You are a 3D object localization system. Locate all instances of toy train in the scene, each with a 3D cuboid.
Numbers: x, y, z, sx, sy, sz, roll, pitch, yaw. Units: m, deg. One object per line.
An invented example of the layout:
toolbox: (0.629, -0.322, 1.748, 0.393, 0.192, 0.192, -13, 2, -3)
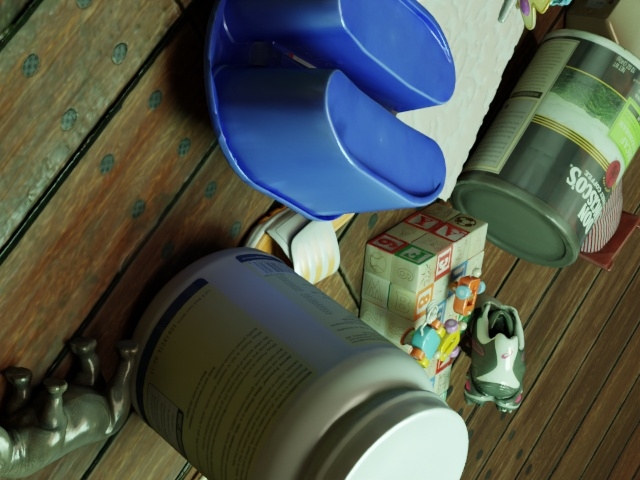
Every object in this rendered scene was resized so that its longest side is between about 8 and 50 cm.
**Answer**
toy train: (0.155, 0.099, 1.989, 0.166, 0.046, 0.125, -19, 125, -56)

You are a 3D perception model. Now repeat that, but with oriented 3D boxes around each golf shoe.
golf shoe: (0.256, 0.133, 2.187, 0.273, 0.105, 0.120, -93, -168, -63)

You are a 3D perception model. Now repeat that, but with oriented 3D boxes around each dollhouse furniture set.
dollhouse furniture set: (0.473, -0.167, 2.390, 0.374, 0.152, 0.201, -52, 147, -25)

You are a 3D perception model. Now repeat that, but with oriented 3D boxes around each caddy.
caddy: (0.003, -0.155, 1.612, 0.341, 0.179, 0.241, 29, 65, -55)

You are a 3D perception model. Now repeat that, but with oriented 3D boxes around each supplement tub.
supplement tub: (-0.028, 0.176, 1.602, 0.235, 0.325, 0.235, -27, 135, -31)

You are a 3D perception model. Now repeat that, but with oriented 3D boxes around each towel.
towel: (0.149, -0.236, 1.916, 0.317, 0.053, 0.332, 25, 89, -61)

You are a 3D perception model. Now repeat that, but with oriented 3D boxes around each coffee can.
coffee can: (0.334, -0.130, 2.140, 0.275, 0.201, 0.201, -57, 149, -17)

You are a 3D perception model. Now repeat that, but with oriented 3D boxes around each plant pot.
plant pot: (0.427, -0.324, 2.263, 0.109, 0.109, 0.096, -53, 136, -23)

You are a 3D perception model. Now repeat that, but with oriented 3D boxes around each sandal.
sandal: (0.000, -0.009, 1.804, 0.265, 0.076, 0.102, -43, 142, -35)

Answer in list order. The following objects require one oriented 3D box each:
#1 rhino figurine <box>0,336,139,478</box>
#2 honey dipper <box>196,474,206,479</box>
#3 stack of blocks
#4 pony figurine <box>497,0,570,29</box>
rhino figurine: (-0.277, 0.178, 1.490, 0.243, 0.073, 0.106, -25, 127, -48)
honey dipper: (-0.117, 0.258, 1.851, 0.161, 0.030, 0.030, -53, 148, -20)
stack of blocks: (0.132, 0.118, 2.098, 0.171, 0.087, 0.297, -29, 134, -47)
pony figurine: (0.264, -0.474, 1.759, 0.351, 0.302, 0.363, -46, 127, -26)
